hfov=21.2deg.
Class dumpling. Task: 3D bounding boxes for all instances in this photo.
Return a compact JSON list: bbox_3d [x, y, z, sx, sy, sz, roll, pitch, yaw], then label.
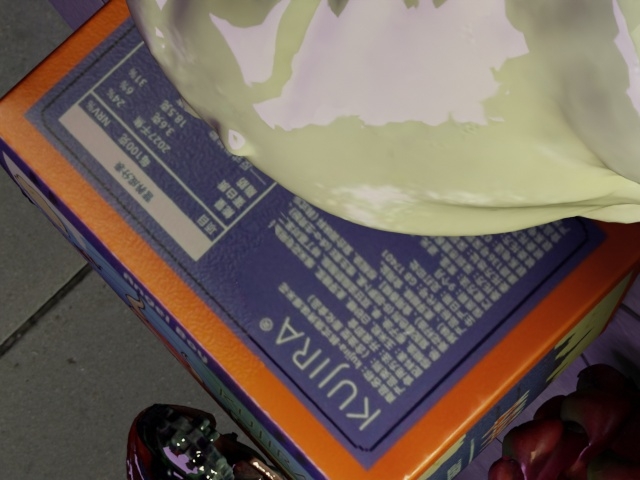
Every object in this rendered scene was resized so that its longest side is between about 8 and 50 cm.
[{"bbox_3d":[0.026,-0.109,0.590,0.318,0.187,0.243,51,176,-10],"label":"dumpling"}]

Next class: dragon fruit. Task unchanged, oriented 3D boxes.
[{"bbox_3d":[0.222,0.201,1.298,0.198,0.218,0.273,8,160,8],"label":"dragon fruit"}]

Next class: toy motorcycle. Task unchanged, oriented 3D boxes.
[{"bbox_3d":[-0.052,0.177,1.056,0.213,0.082,0.122,53,168,-21],"label":"toy motorcycle"}]

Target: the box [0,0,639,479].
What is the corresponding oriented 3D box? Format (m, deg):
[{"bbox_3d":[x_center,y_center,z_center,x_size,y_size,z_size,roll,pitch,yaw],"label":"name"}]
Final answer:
[{"bbox_3d":[0.000,0.000,1.148,0.349,0.257,0.318,45,172,10],"label":"box"}]
